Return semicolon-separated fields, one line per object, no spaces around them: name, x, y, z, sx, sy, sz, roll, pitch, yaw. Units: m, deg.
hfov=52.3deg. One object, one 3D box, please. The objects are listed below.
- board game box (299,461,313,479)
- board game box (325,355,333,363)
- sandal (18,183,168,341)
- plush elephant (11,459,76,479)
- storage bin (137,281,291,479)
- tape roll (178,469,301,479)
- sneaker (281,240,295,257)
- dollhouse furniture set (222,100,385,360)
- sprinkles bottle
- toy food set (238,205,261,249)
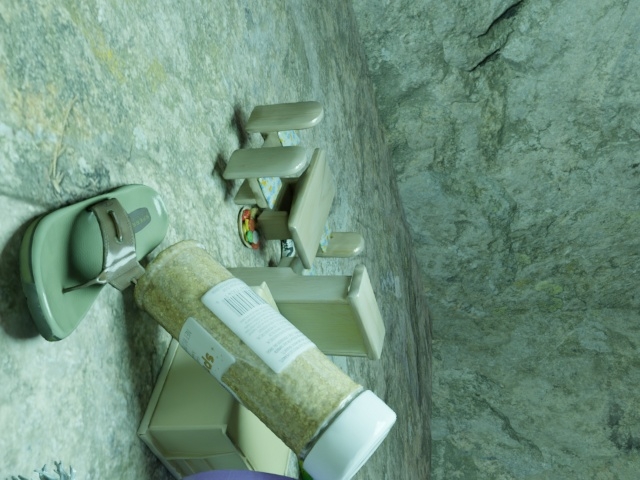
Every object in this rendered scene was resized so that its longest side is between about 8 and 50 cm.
board game box;-0.020;0.437;1.414;0.092;0.043;0.181;-59;140;-64
board game box;-0.022;0.218;1.492;0.165;0.042;0.243;-37;119;-72
sandal;-0.239;0.001;0.749;0.302;0.086;0.120;-64;144;-62
plush elephant;-0.174;0.371;0.547;0.330;0.272;0.255;48;13;-15
storage bin;-0.126;0.242;0.989;0.262;0.123;0.260;-80;158;-46
tape roll;-0.076;0.397;0.823;0.090;0.275;0.274;-78;156;-45
sneaker;-0.075;0.007;1.425;0.037;0.032;0.083;48;33;-39
dollhouse furniture set;0.000;0.000;1.189;0.362;0.257;0.394;70;27;-43
sprinkles bottle;-0.076;0.147;0.817;0.121;0.355;0.121;-44;161;-20
toy food set;-0.133;-0.025;1.242;0.083;0.020;0.082;20;65;-72
